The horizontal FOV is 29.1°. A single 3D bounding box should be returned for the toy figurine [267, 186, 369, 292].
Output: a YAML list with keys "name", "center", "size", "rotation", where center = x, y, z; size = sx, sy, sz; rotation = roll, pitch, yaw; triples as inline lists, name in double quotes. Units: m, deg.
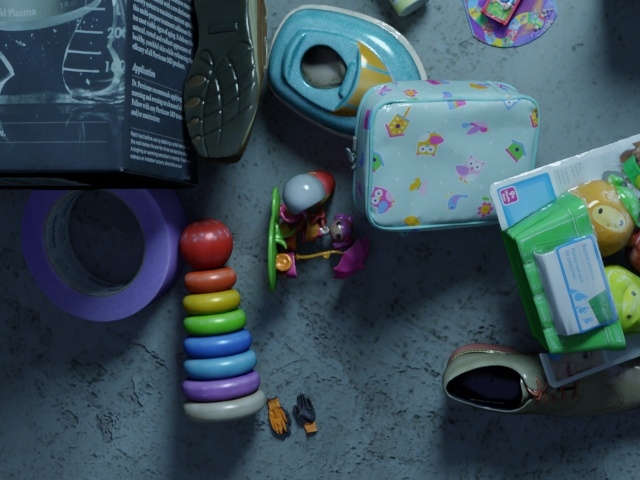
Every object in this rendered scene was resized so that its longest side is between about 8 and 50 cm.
- name: "toy figurine"
  center: [0.000, 0.000, 1.992]
  size: [0.159, 0.130, 0.173]
  rotation: [1, 77, 3]

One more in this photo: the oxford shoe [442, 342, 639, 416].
- name: "oxford shoe"
  center: [0.358, 0.230, 1.905]
  size: [0.348, 0.130, 0.123]
  rotation: [-3, 101, 17]

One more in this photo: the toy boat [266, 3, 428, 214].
- name: "toy boat"
  center: [0.023, -0.193, 1.906]
  size: [0.267, 0.148, 0.318]
  rotation: [20, 106, 11]

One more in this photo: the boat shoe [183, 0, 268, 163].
- name: "boat shoe"
  center: [-0.129, -0.277, 1.914]
  size: [0.122, 0.120, 0.324]
  rotation: [2, 82, 21]

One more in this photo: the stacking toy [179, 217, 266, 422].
- name: "stacking toy"
  center: [-0.176, 0.127, 2.047]
  size: [0.141, 0.141, 0.330]
  rotation: [-4, 96, 17]

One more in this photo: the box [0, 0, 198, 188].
- name: "box"
  center: [-0.451, -0.322, 1.900]
  size: [0.479, 0.297, 0.472]
  rotation: [0, 87, 16]

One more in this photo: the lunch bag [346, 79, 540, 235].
- name: "lunch bag"
  center: [0.179, -0.122, 1.837]
  size: [0.279, 0.108, 0.224]
  rotation: [-3, 114, -14]

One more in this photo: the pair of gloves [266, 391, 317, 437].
- name: "pair of gloves"
  center: [-0.048, 0.298, 2.104]
  size: [0.083, 0.010, 0.074]
  rotation: [-13, 97, 18]

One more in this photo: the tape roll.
- name: "tape roll"
  center: [-0.365, -0.005, 2.092]
  size: [0.274, 0.090, 0.275]
  rotation: [4, 103, 17]

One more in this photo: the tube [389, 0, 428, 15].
- name: "tube"
  center: [0.087, -0.459, 1.883]
  size: [0.070, 0.062, 0.240]
  rotation: [-30, 86, -24]

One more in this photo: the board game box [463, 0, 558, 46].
- name: "board game box"
  center: [0.276, -0.374, 1.854]
  size: [0.133, 0.033, 0.169]
  rotation: [-14, 97, 18]

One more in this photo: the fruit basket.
- name: "fruit basket"
  center: [0.458, 0.018, 1.804]
  size: [0.353, 0.165, 0.327]
  rotation: [-17, 101, 4]
